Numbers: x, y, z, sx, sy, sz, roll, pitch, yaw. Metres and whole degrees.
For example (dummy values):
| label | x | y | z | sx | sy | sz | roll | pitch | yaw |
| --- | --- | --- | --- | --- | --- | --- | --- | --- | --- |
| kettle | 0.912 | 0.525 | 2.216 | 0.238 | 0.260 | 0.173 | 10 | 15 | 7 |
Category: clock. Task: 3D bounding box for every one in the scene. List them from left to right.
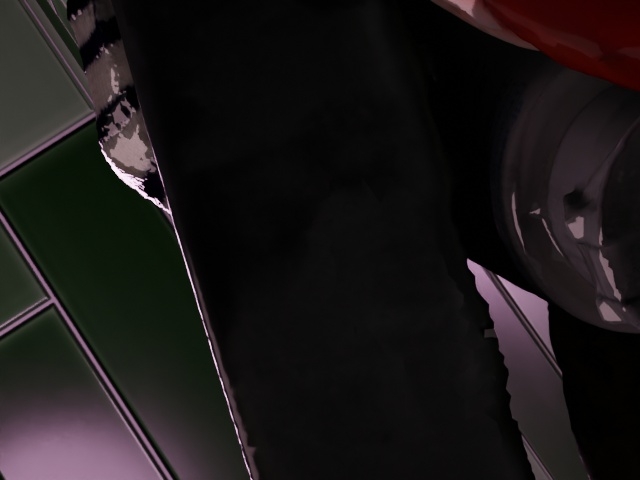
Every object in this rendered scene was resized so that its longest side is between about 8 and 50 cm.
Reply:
| label | x | y | z | sx | sy | sz | roll | pitch | yaw |
| --- | --- | --- | --- | --- | --- | --- | --- | --- | --- |
| clock | 0.000 | 0.000 | 0.640 | 0.386 | 0.076 | 0.386 | 163 | 90 | -89 |

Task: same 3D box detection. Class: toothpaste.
| label | x | y | z | sx | sy | sz | roll | pitch | yaw |
| --- | --- | --- | --- | --- | --- | --- | --- | --- | --- |
| toothpaste | 0.064 | -0.029 | 0.548 | 0.299 | 0.073 | 0.114 | -136 | 35 | -76 |

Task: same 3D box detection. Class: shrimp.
| label | x | y | z | sx | sy | sz | roll | pitch | yaw |
| --- | --- | --- | --- | --- | --- | --- | --- | --- | --- |
| shrimp | 0.130 | 0.080 | 0.667 | 0.126 | 0.047 | 0.223 | 43 | 163 | 55 |

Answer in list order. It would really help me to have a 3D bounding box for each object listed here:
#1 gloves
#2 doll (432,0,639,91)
| label | x | y | z | sx | sy | sz | roll | pitch | yaw |
| --- | --- | --- | --- | --- | --- | --- | --- | --- | --- |
| gloves | -0.046 | -0.048 | 1.011 | 0.140 | 0.131 | 0.218 | -144 | 31 | -79 |
| doll | 0.021 | -0.096 | 0.279 | 0.188 | 0.099 | 0.384 | 59 | 163 | -22 |
